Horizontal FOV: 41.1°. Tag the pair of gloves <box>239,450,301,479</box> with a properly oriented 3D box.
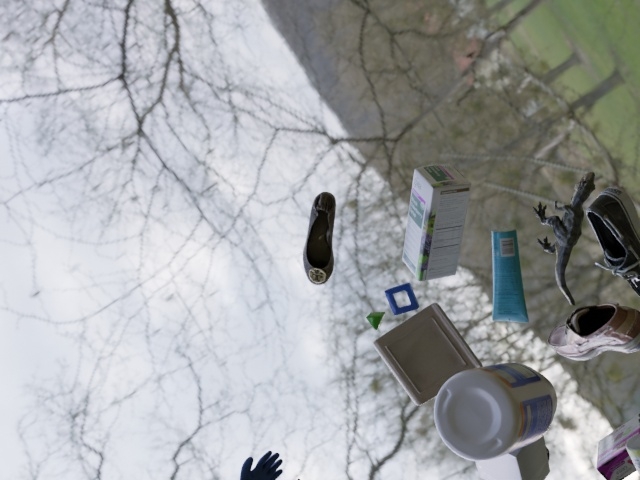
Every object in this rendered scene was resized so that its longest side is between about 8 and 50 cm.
[{"bbox_3d":[-0.116,0.559,1.882,0.198,0.159,0.023,50,162,-22],"label":"pair of gloves"}]

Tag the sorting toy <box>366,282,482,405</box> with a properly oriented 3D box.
[{"bbox_3d":[0.243,0.255,1.925,0.347,0.196,0.047,55,-154,1],"label":"sorting toy"}]

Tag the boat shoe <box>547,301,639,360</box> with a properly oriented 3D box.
[{"bbox_3d":[0.642,0.203,2.033,0.116,0.324,0.123,31,-114,-13],"label":"boat shoe"}]

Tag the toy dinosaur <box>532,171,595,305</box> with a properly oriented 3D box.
[{"bbox_3d":[0.484,-0.013,1.724,0.064,0.268,0.118,-3,-163,-28],"label":"toy dinosaur"}]

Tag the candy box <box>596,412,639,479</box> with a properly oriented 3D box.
[{"bbox_3d":[0.880,0.599,2.456,0.071,0.159,0.233,50,-160,7],"label":"candy box"}]

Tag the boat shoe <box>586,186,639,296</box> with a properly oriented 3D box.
[{"bbox_3d":[0.684,0.032,1.918,0.113,0.105,0.306,16,140,57],"label":"boat shoe"}]

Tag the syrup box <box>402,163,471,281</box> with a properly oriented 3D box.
[{"bbox_3d":[0.247,-0.038,1.837,0.093,0.096,0.236,-124,30,-51],"label":"syrup box"}]

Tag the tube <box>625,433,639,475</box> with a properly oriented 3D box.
[{"bbox_3d":[0.666,0.490,1.652,0.070,0.062,0.240,-29,-83,-37],"label":"tube"}]

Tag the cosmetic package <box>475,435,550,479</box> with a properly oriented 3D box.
[{"bbox_3d":[0.388,0.431,1.759,0.127,0.107,0.238,25,155,37],"label":"cosmetic package"}]

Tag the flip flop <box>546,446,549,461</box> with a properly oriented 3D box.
[{"bbox_3d":[0.518,0.539,2.072,0.112,0.080,0.277,69,-162,-44],"label":"flip flop"}]

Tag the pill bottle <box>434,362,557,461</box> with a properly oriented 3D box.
[{"bbox_3d":[0.323,0.296,1.514,0.272,0.152,0.152,7,-126,-57],"label":"pill bottle"}]

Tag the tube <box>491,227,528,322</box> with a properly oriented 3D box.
[{"bbox_3d":[0.405,0.077,1.851,0.052,0.080,0.207,-18,-74,-55],"label":"tube"}]

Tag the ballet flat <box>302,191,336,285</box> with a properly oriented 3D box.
[{"bbox_3d":[0.000,0.000,2.151,0.058,0.084,0.249,-70,-12,-71],"label":"ballet flat"}]
